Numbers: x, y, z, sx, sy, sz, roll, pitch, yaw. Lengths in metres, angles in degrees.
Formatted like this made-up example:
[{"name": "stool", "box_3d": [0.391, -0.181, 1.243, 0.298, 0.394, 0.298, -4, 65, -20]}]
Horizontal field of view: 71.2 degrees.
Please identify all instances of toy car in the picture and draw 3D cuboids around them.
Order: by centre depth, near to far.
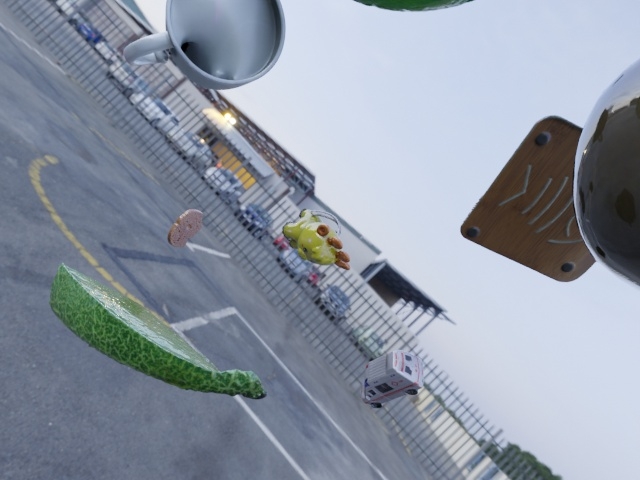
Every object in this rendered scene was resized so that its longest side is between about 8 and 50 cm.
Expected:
[{"name": "toy car", "box_3d": [0.163, 0.357, 1.153, 0.108, 0.210, 0.089, 30, 44, -24]}]

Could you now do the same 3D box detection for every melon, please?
[{"name": "melon", "box_3d": [-0.163, 0.099, 0.437, 0.262, 0.053, 0.114, 21, -10, 28]}]

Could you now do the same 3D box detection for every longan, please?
[{"name": "longan", "box_3d": [0.255, -0.038, 0.288, 0.189, 0.189, 0.189, 47, -3, 3]}]

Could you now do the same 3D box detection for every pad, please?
[{"name": "pad", "box_3d": [0.463, -0.065, 0.865, 0.284, 0.286, 0.018, 24, 32, -7]}]

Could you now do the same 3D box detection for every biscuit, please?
[{"name": "biscuit", "box_3d": [-0.400, -0.038, 1.323, 0.019, 0.130, 0.102, 34, -10, 22]}]

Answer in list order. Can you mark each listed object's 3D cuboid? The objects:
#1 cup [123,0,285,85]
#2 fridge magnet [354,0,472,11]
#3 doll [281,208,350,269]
[{"name": "cup", "box_3d": [-0.286, -0.479, 1.069, 0.274, 0.357, 0.259, -145, -145, -68]}, {"name": "fridge magnet", "box_3d": [0.063, -0.244, 0.261, 0.208, 0.208, 0.088, 48, 16, 1]}, {"name": "doll", "box_3d": [0.000, 0.000, 1.118, 0.221, 0.135, 0.142, 23, -34, 55]}]
